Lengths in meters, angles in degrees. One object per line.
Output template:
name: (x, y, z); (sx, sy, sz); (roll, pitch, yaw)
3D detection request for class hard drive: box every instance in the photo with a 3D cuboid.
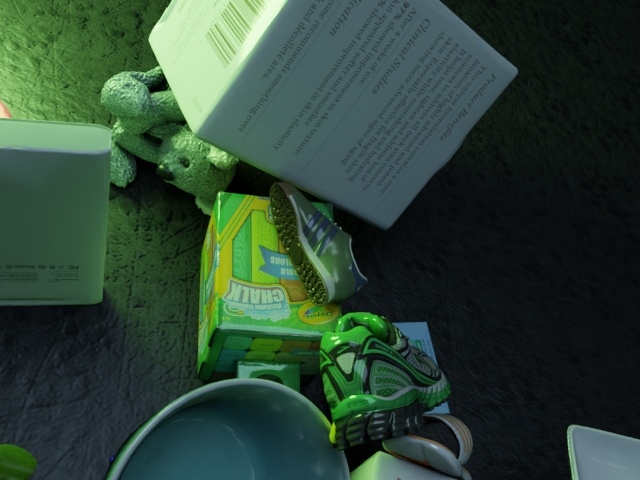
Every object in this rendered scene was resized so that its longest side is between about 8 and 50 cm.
hard drive: (-0.390, -0.019, 0.868); (0.232, 0.353, 0.047); (1, 57, -19)

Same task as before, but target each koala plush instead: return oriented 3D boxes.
koala plush: (-0.222, -0.156, 1.128); (0.221, 0.196, 0.203); (40, 44, 14)

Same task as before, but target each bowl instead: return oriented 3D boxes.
bowl: (-0.133, 0.311, 0.817); (0.311, 0.163, 0.312); (2, 86, -32)

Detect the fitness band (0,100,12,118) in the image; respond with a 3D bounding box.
fitness band: (-0.633, -0.175, 1.080); (0.290, 0.054, 0.209); (16, 56, -7)

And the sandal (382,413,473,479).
sandal: (0.157, 0.274, 0.938); (0.101, 0.265, 0.076); (12, 70, 25)

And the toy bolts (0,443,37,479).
toy bolts: (-0.364, 0.383, 0.780); (0.218, 0.158, 0.229); (42, 28, -42)

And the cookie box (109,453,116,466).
cookie box: (-0.209, 0.303, 0.912); (0.107, 0.040, 0.092); (-25, 68, -32)

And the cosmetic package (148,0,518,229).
cosmetic package: (0.009, -0.283, 1.068); (0.393, 0.329, 0.327); (24, 22, -39)

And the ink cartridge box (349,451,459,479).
ink cartridge box: (0.189, 0.474, 0.863); (0.384, 0.160, 0.279); (22, 53, -4)

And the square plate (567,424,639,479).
square plate: (0.468, 0.432, 0.862); (0.347, 0.049, 0.344); (15, 53, -10)

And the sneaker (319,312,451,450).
sneaker: (0.087, 0.160, 0.899); (0.134, 0.343, 0.147); (-14, 83, 12)

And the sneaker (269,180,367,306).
sneaker: (0.000, 0.000, 0.957); (0.086, 0.064, 0.192); (-9, 62, -32)

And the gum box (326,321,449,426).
gum box: (0.095, 0.207, 1.083); (0.184, 0.041, 0.157); (1, 58, -18)

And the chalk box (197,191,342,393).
chalk box: (-0.078, 0.102, 1.006); (0.180, 0.179, 0.289); (5, 56, -16)
